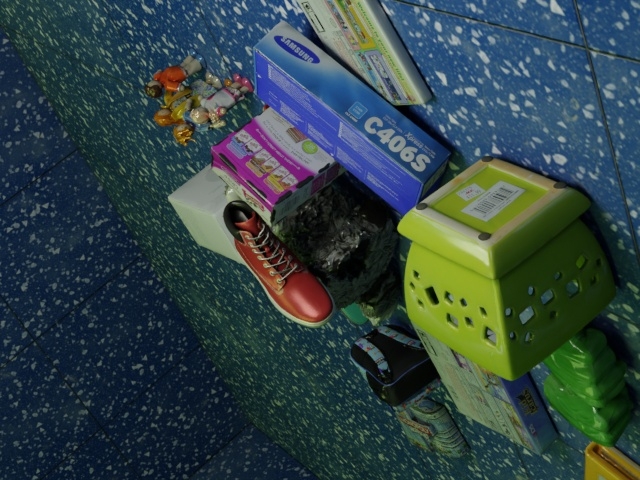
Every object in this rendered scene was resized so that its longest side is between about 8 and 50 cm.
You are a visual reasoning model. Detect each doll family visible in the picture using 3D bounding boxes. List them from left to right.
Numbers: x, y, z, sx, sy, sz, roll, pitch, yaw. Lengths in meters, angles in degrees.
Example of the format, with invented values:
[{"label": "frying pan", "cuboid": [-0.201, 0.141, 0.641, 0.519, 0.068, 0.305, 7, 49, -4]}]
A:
[{"label": "doll family", "cuboid": [-0.247, -0.269, 2.212, 0.263, 0.163, 0.118, 32, 155, 42]}]

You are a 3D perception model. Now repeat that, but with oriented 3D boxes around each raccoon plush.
[{"label": "raccoon plush", "cuboid": [-0.023, 0.006, 2.148, 0.299, 0.216, 0.446, 40, 159, 26]}]

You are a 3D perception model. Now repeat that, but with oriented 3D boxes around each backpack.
[{"label": "backpack", "cuboid": [0.154, 0.263, 2.343, 0.173, 0.158, 0.117, 32, 148, 48]}]

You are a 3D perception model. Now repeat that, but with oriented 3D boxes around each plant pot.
[{"label": "plant pot", "cuboid": [0.255, 0.021, 1.546, 0.227, 0.228, 0.207, 30, 146, 46]}]

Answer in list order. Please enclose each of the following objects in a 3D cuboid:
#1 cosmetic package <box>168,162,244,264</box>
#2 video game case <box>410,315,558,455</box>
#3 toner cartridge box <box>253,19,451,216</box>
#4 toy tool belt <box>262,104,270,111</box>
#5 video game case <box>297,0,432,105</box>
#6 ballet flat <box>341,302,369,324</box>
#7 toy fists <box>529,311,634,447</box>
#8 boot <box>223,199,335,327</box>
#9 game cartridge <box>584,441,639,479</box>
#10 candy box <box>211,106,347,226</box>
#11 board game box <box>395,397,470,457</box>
[{"label": "cosmetic package", "cuboid": [-0.153, -0.086, 2.258, 0.224, 0.224, 0.138, 19, 145, 58]}, {"label": "video game case", "cuboid": [0.317, 0.267, 2.123, 0.244, 0.061, 0.269, 24, 149, 55]}, {"label": "toner cartridge box", "cuboid": [0.044, -0.190, 1.760, 0.348, 0.075, 0.165, 40, 163, 11]}, {"label": "toy tool belt", "cuboid": [-0.090, -0.222, 2.122, 0.083, 0.052, 0.051, 53, 153, -7]}, {"label": "video game case", "cuboid": [0.063, -0.297, 1.665, 0.212, 0.023, 0.193, 57, 160, -20]}, {"label": "ballet flat", "cuboid": [0.045, 0.089, 2.423, 0.213, 0.072, 0.068, 54, -171, -12]}, {"label": "toy fists", "cuboid": [0.427, 0.226, 1.745, 0.142, 0.096, 0.279, 46, 166, 43]}, {"label": "boot", "cuboid": [-0.076, 0.038, 1.884, 0.244, 0.088, 0.176, 44, 167, 24]}, {"label": "game cartridge", "cuboid": [0.600, 0.525, 1.995, 0.285, 0.052, 0.324, 38, 158, 32]}, {"label": "candy box", "cuboid": [-0.049, -0.152, 1.869, 0.159, 0.233, 0.071, 44, 155, 19]}, {"label": "board game box", "cuboid": [0.240, 0.420, 2.606, 0.194, 0.060, 0.194, 57, 160, -24]}]
